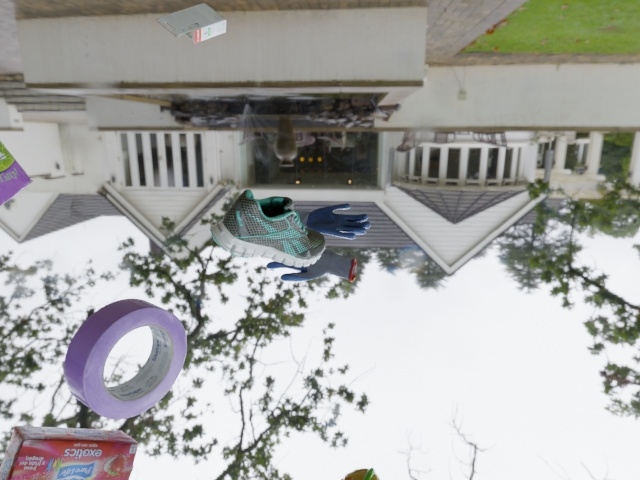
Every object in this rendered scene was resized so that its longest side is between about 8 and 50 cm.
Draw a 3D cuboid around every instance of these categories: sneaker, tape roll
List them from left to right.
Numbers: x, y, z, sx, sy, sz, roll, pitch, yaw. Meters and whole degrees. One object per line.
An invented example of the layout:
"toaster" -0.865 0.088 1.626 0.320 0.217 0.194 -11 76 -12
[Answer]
"tape roll" -0.467 0.286 1.082 0.090 0.275 0.275 12 -162 33
"sneaker" -0.045 -0.016 0.527 0.166 0.076 0.065 8 -147 -48

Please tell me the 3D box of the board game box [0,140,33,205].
"board game box" -0.278 -0.101 0.125 0.056 0.347 0.208 2 -138 24

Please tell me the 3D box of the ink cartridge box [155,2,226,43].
"ink cartridge box" -0.239 -0.399 0.818 0.063 0.029 0.115 41 -123 13

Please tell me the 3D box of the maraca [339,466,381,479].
"maraca" 0.055 0.492 0.777 0.099 0.127 0.186 19 -130 23

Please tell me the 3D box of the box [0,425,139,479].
"box" -0.585 0.517 1.034 0.257 0.123 0.128 24 161 -38

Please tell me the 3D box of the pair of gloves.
"pair of gloves" 0.000 0.000 0.775 0.159 0.023 0.198 8 -133 13
